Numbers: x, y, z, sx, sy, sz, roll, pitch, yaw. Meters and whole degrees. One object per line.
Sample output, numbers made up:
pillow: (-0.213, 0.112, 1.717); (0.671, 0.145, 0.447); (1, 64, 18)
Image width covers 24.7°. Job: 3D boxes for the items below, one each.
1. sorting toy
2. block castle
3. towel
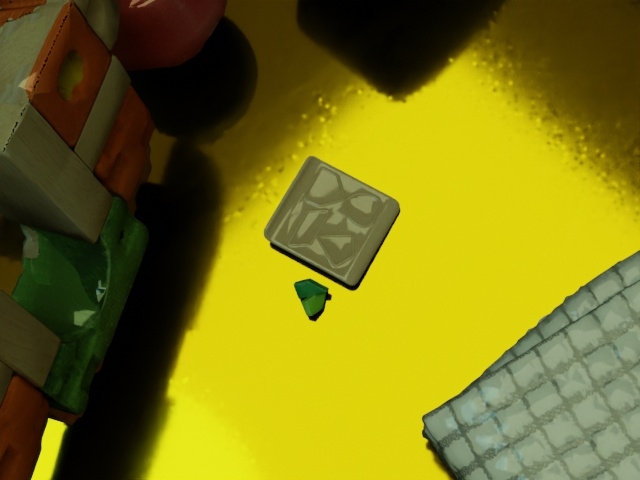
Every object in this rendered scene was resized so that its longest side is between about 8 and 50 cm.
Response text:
sorting toy: (0.000, 0.000, 0.836); (0.062, 0.012, 0.083); (29, 78, 7)
block castle: (-0.253, -0.008, 0.768); (0.303, 0.213, 0.453); (13, 71, 20)
towel: (0.227, 0.105, 0.738); (0.283, 0.121, 0.235); (-34, 74, -1)
